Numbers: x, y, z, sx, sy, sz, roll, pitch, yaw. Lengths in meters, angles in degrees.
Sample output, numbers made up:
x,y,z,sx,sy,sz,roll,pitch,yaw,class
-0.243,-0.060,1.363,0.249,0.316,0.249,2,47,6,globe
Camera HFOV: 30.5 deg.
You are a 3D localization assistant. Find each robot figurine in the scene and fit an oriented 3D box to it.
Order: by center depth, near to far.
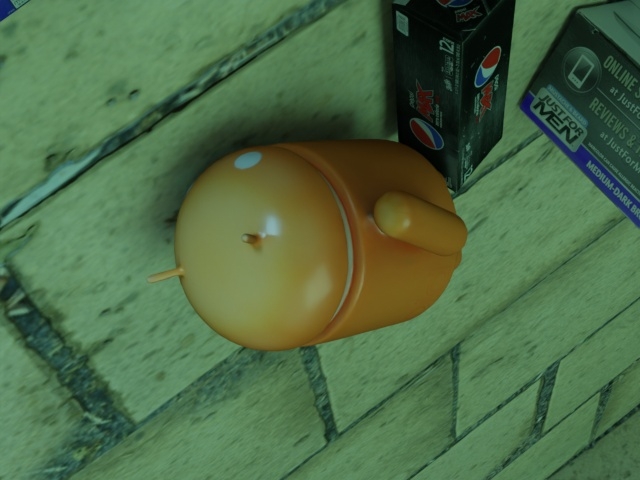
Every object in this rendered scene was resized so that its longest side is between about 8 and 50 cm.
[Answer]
x,y,z,sx,sy,sz,roll,pitch,yaw,class
0.001,-0.001,0.732,0.219,0.158,0.128,-9,124,-49,robot figurine

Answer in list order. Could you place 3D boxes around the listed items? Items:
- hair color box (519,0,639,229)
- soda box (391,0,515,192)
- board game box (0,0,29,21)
x,y,z,sx,sy,sz,roll,pitch,yaw,class
0.346,-0.115,0.966,0.338,0.185,0.110,-17,147,-41,hair color box
0.085,-0.105,0.756,0.060,0.053,0.169,-49,159,-19,soda box
-0.202,-0.107,0.369,0.160,0.047,0.210,-38,154,-6,board game box
